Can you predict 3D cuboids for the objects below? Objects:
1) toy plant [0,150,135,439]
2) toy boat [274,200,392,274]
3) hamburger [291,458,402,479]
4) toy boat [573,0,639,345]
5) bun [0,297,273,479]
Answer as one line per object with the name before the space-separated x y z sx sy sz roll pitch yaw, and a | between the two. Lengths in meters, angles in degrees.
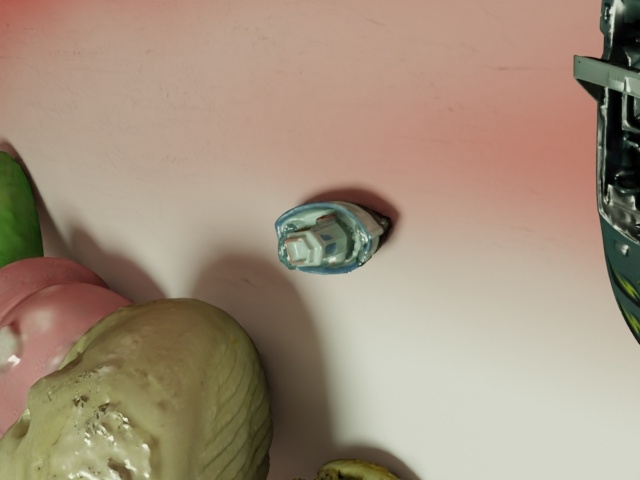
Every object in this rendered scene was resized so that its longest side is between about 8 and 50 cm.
toy plant | -0.312 0.090 1.416 0.356 0.210 0.317 24 97 51
toy boat | 0.000 0.000 1.007 0.140 0.066 0.059 -5 103 55
hamburger | 0.021 0.274 1.114 0.159 0.131 0.185 43 145 6
toy boat | 0.187 -0.031 0.685 0.093 0.103 0.246 29 137 42
bun | -0.169 0.208 1.152 0.234 0.326 0.362 15 139 10
